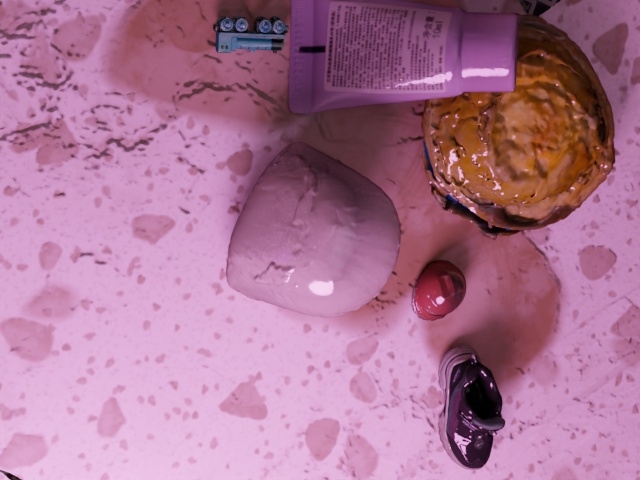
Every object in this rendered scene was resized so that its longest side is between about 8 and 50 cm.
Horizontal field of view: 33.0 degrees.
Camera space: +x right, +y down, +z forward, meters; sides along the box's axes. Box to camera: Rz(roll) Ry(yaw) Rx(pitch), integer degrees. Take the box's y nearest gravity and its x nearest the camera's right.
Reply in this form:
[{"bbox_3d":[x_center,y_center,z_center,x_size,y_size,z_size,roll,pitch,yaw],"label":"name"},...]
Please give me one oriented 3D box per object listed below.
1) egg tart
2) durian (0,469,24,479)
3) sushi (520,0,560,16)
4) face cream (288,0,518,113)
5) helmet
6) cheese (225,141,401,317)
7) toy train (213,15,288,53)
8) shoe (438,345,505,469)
[{"bbox_3d":[0.253,-0.139,1.361,0.290,0.107,0.291,-2,98,-16],"label":"egg tart"},{"bbox_3d":[-0.518,0.268,1.189,0.375,0.106,0.132,-8,98,-14],"label":"durian"},{"bbox_3d":[0.292,-0.364,1.380,0.120,0.026,0.126,-37,107,-9],"label":"sushi"},{"bbox_3d":[0.095,-0.223,1.283,0.273,0.096,0.154,4,100,12],"label":"face cream"},{"bbox_3d":[0.157,0.069,1.392,0.065,0.049,0.084,22,91,-20],"label":"helmet"},{"bbox_3d":[0.000,0.000,1.275,0.154,0.189,0.198,21,93,-51],"label":"cheese"},{"bbox_3d":[-0.082,-0.244,1.286,0.092,0.029,0.045,-1,106,-18],"label":"toy train"},{"bbox_3d":[0.203,0.227,1.403,0.071,0.099,0.169,-10,102,-18],"label":"shoe"}]
